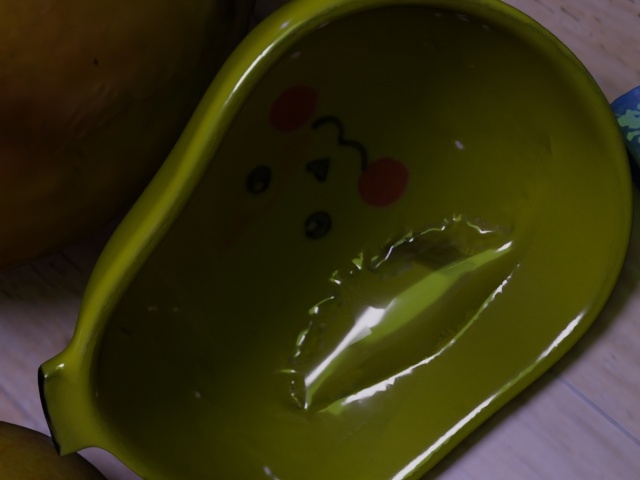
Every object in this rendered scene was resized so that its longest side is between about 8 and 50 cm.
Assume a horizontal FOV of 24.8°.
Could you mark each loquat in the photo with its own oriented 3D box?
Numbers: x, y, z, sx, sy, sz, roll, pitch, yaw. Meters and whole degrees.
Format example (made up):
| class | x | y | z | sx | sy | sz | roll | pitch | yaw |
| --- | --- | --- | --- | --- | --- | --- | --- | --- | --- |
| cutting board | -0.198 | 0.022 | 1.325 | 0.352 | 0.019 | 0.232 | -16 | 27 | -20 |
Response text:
| class | x | y | z | sx | sy | sz | roll | pitch | yaw |
| --- | --- | --- | --- | --- | --- | --- | --- | --- | --- |
| loquat | -0.174 | -0.119 | 0.672 | 0.284 | 0.276 | 0.276 | -40 | 68 | -17 |

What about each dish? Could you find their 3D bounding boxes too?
| class | x | y | z | sx | sy | sz | roll | pitch | yaw |
| --- | --- | --- | --- | --- | --- | --- | --- | --- | --- |
| dish | 0.000 | 0.000 | 0.647 | 0.262 | 0.221 | 0.108 | -48 | 34 | 7 |

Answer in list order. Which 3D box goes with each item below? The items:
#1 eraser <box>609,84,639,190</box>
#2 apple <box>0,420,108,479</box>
| class | x | y | z | sx | sy | sz | roll | pitch | yaw |
| --- | --- | --- | --- | --- | --- | --- | --- | --- | --- |
| eraser | 0.262 | 0.034 | 0.622 | 0.144 | 0.042 | 0.311 | -32 | 69 | 4 |
| apple | -0.159 | 0.168 | 0.637 | 0.183 | 0.155 | 0.182 | -3 | 75 | 12 |
